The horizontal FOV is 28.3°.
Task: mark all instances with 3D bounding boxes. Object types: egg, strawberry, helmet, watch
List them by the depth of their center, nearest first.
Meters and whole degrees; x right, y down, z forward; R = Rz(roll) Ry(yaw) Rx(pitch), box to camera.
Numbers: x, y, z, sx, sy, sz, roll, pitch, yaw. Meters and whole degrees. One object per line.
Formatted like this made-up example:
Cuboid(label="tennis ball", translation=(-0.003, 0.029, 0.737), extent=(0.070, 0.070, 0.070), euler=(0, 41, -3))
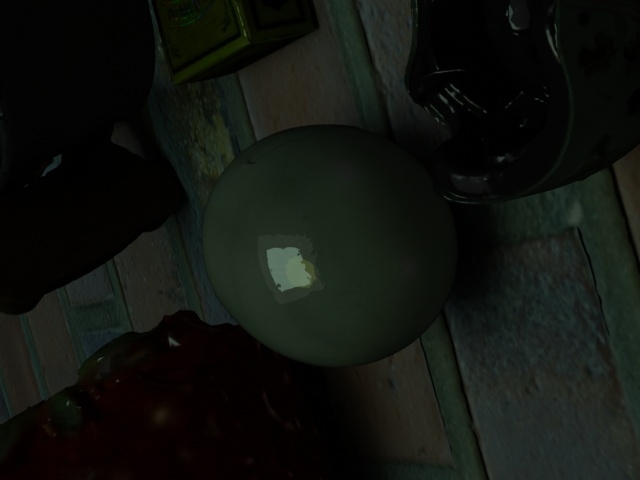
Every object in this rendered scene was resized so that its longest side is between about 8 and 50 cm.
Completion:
Cuboid(label="helmet", translation=(0.114, -0.105, 0.616), extent=(0.153, 0.107, 0.177), euler=(118, 148, -55))
Cuboid(label="egg", translation=(0.000, 0.000, 0.811), extent=(0.209, 0.151, 0.151), euler=(26, 126, 61))
Cuboid(label="strawberry", translation=(-0.101, 0.254, 0.965), extent=(0.345, 0.317, 0.295), euler=(50, 147, 15))
Cuboid(label="watch", translation=(-0.264, -0.162, 1.050), extent=(0.335, 0.314, 0.327), euler=(48, 148, 14))

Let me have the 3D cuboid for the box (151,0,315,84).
Cuboid(label="box", translation=(-0.086, -0.237, 0.931), extent=(0.141, 0.064, 0.220), euler=(-10, 97, 60))
